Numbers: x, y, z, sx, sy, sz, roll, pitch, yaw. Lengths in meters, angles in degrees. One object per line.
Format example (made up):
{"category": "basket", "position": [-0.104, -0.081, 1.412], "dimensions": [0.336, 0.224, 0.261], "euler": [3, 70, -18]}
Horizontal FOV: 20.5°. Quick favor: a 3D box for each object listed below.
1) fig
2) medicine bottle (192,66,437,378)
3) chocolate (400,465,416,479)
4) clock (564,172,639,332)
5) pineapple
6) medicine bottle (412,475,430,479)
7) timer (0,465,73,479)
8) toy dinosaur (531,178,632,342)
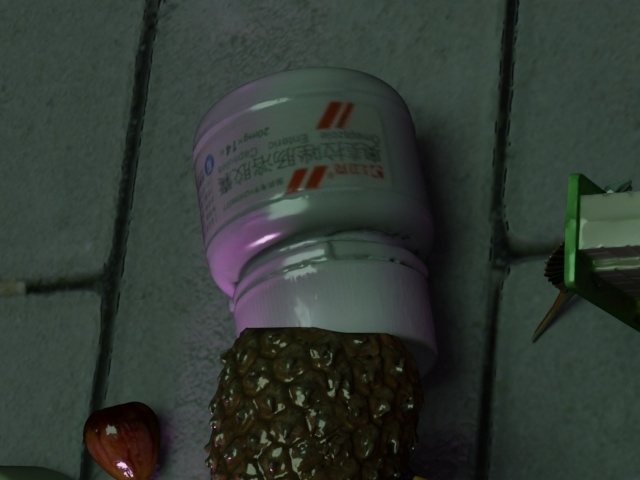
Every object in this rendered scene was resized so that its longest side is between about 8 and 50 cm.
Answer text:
{"category": "fig", "position": [-0.215, 0.245, 1.989], "dimensions": [0.089, 0.089, 0.125], "euler": [-20, 86, 25]}
{"category": "medicine bottle", "position": [0.000, 0.000, 1.833], "dimensions": [0.241, 0.241, 0.302], "euler": [-22, 63, 24]}
{"category": "chocolate", "position": [0.051, 0.231, 1.850], "dimensions": [0.064, 0.031, 0.101], "euler": [-43, 58, 17]}
{"category": "clock", "position": [0.376, 0.010, 1.582], "dimensions": [0.255, 0.220, 0.106], "euler": [-4, 73, 31]}
{"category": "pineapple", "position": [-0.021, 0.249, 1.587], "dimensions": [0.202, 0.202, 0.362], "euler": [-6, 60, 30]}
{"category": "medicine bottle", "position": [0.092, 0.305, 1.500], "dimensions": [0.096, 0.096, 0.192], "euler": [15, 80, 35]}
{"category": "timer", "position": [-0.424, 0.363, 1.924], "dimensions": [0.290, 0.315, 0.291], "euler": [-11, 68, 27]}
{"category": "toy dinosaur", "position": [0.255, 0.022, 1.751], "dimensions": [0.187, 0.106, 0.044], "euler": [-41, 56, 13]}
